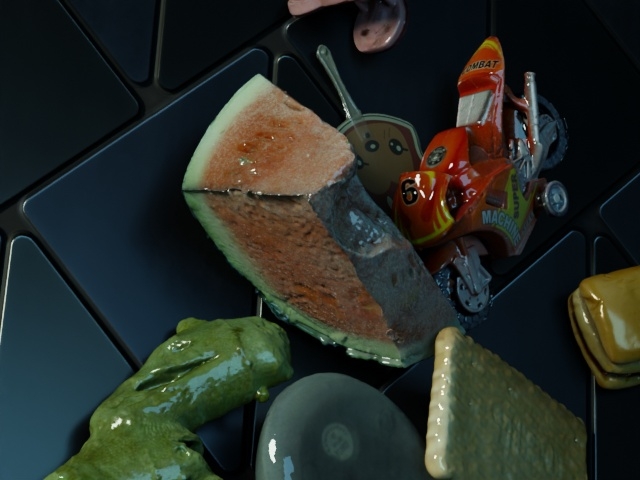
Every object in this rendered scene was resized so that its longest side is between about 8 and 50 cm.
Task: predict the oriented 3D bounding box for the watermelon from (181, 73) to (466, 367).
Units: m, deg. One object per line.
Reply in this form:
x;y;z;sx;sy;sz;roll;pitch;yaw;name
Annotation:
0.000;0.000;1.655;0.148;0.226;0.318;-40;92;-16;watermelon

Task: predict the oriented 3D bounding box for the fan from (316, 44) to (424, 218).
0.048;-0.104;1.821;0.132;0.009;0.220;-23;83;-39;fan

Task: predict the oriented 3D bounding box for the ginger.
-0.132;0.173;1.593;0.137;0.089;0.290;12;47;26;ginger

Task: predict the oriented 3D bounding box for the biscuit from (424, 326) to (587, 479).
0.182;0.199;1.703;0.249;0.030;0.160;35;49;-40;biscuit

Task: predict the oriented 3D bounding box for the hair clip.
0.045;-0.275;1.837;0.102;0.123;0.138;34;63;-42;hair clip

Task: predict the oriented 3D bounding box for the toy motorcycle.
0.163;-0.057;1.810;0.171;0.089;0.298;41;58;-22;toy motorcycle

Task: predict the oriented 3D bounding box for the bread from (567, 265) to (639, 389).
0.360;0.083;1.868;0.200;0.077;0.116;-9;68;-27;bread

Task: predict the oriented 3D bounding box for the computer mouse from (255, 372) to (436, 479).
0.052;0.298;1.619;0.188;0.122;0.371;-31;89;-38;computer mouse
